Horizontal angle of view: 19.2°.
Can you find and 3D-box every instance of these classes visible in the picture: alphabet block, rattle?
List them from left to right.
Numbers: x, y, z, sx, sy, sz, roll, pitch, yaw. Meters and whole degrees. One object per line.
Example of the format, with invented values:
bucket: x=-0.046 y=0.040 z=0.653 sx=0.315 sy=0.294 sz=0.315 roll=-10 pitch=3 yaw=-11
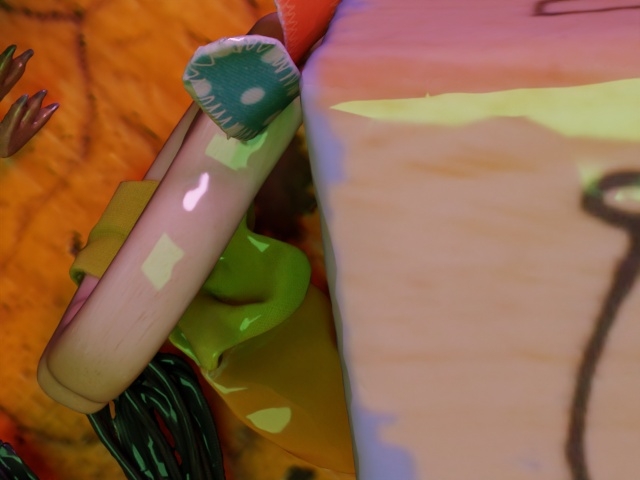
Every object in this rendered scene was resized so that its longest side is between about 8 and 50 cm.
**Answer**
rattle: x=0.000 y=0.000 z=0.594 sx=0.143 sy=0.130 sz=0.200 roll=44 pitch=132 yaw=2
alphabet block: x=0.116 y=0.002 z=0.554 sx=0.197 sy=0.193 sz=0.192 roll=-4 pitch=114 yaw=12

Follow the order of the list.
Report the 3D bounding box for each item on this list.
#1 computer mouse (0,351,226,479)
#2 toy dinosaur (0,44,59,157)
computer mouse: x=-0.136 y=0.155 z=0.744 sx=0.262 sy=0.060 sz=0.184 roll=-24 pitch=103 yaw=7
toy dinosaur: x=-0.154 y=-0.065 z=0.656 sx=0.112 sy=0.064 sz=0.211 roll=35 pitch=107 yaw=14
